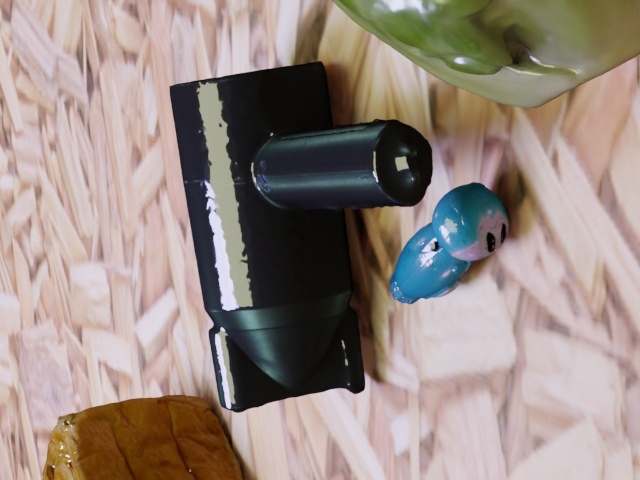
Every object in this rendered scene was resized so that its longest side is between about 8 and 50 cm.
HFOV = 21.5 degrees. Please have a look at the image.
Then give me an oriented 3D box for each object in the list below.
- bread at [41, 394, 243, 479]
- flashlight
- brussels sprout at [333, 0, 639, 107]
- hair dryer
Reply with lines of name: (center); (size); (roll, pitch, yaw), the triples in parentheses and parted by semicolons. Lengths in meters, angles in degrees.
bread: (-0.155, 0.229, 1.461); (0.158, 0.143, 0.149); (-61, 43, 47)
flashlight: (0.080, 0.004, 1.104); (0.129, 0.051, 0.051); (-47, 60, 59)
brussels sprout: (0.092, -0.189, 0.866); (0.244, 0.244, 0.244); (25, 120, 53)
hair dryer: (0.000, 0.000, 1.133); (0.302, 0.116, 0.244); (-178, 78, -69)
